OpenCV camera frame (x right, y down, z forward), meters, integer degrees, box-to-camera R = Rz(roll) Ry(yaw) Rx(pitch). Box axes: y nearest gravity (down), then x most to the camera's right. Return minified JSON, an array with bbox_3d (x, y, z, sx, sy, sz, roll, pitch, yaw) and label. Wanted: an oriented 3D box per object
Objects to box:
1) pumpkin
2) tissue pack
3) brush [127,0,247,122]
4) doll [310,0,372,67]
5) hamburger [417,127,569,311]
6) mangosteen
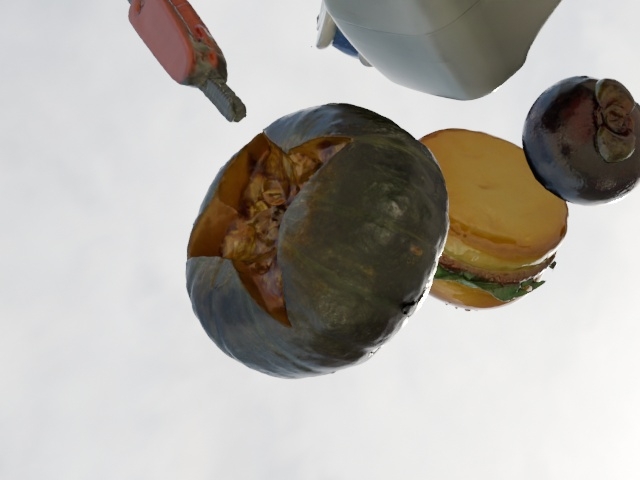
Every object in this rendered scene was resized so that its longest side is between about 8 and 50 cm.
[{"bbox_3d":[0.001,0.002,1.157,0.159,0.238,0.238,37,-133,-34],"label":"pumpkin"},{"bbox_3d":[0.155,-0.332,1.468,0.333,0.229,0.236,-49,-50,-14],"label":"tissue pack"},{"bbox_3d":[-0.164,-0.232,1.650,0.051,0.070,0.323,7,-149,-39],"label":"brush"},{"bbox_3d":[0.117,-0.299,2.051,0.256,0.161,0.215,6,-139,-2],"label":"doll"},{"bbox_3d":[0.182,-0.013,1.790,0.246,0.170,0.246,11,-136,-11],"label":"hamburger"},{"bbox_3d":[0.300,-0.115,1.574,0.152,0.152,0.152,20,-125,-32],"label":"mangosteen"}]
